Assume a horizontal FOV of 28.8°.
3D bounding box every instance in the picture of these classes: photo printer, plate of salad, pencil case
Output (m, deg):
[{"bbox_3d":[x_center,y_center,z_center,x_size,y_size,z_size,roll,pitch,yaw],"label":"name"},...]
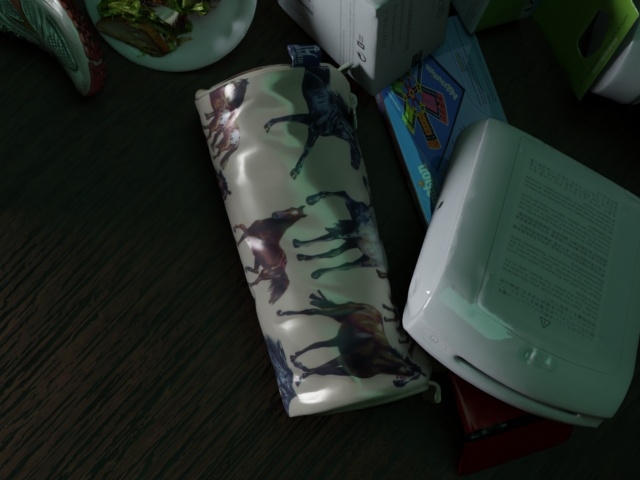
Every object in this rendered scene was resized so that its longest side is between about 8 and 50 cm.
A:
[{"bbox_3d":[0.229,0.041,1.348,0.256,0.107,0.307,28,50,-9],"label":"photo printer"},{"bbox_3d":[-0.171,-0.281,1.401,0.200,0.048,0.200,1,117,2],"label":"plate of salad"},{"bbox_3d":[0.000,0.000,1.367,0.183,0.160,0.410,-16,81,-2],"label":"pencil case"}]

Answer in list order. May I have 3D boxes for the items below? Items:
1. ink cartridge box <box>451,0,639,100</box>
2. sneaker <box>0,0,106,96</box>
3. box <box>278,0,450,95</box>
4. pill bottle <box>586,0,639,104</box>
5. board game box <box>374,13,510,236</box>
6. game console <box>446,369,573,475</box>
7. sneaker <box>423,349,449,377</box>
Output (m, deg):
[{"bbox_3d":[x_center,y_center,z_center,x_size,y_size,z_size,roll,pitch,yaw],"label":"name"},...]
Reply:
[{"bbox_3d":[0.236,-0.300,1.432,0.097,0.189,0.255,-18,70,-19],"label":"ink cartridge box"},{"bbox_3d":[-0.324,-0.252,1.409,0.092,0.088,0.225,-37,87,5],"label":"sneaker"},{"bbox_3d":[0.046,-0.295,1.408,0.119,0.181,0.182,-38,70,-14],"label":"box"},{"bbox_3d":[0.536,-0.197,1.476,0.407,0.229,0.229,17,76,-7],"label":"pill bottle"},{"bbox_3d":[0.157,-0.125,1.492,0.145,0.027,0.281,-17,82,-15],"label":"board game box"},{"bbox_3d":[0.213,0.186,1.406,0.144,0.085,0.124,-15,82,-14],"label":"game console"},{"bbox_3d":[0.195,0.110,1.433,0.192,0.064,0.086,-2,77,-17],"label":"sneaker"}]
